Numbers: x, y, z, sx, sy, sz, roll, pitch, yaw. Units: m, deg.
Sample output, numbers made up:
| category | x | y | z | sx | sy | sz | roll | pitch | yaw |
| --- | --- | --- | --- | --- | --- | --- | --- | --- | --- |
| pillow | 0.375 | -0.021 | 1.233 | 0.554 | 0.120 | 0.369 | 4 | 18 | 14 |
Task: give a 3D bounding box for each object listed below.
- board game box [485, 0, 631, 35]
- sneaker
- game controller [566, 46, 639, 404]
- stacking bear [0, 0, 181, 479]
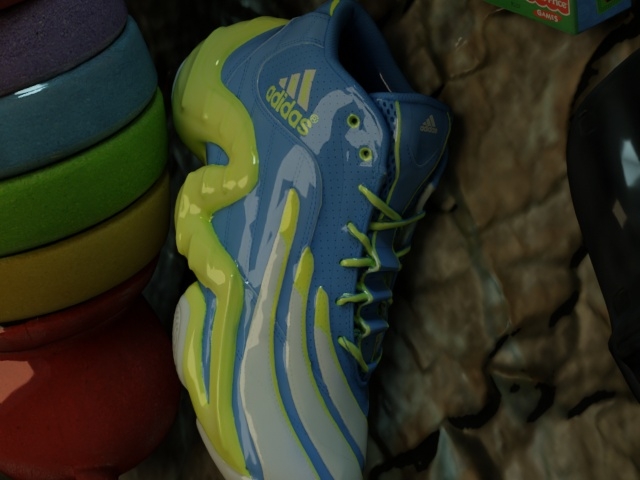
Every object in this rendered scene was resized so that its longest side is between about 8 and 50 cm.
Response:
| category | x | y | z | sx | sy | sz | roll | pitch | yaw |
| --- | --- | --- | --- | --- | --- | --- | --- | --- | --- |
| board game box | 0.050 | -0.203 | 0.763 | 0.160 | 0.039 | 0.211 | 29 | 137 | 44 |
| sneaker | 0.000 | 0.000 | 0.826 | 0.126 | 0.091 | 0.240 | -29 | 65 | 39 |
| game controller | 0.213 | -0.056 | 0.649 | 0.319 | 0.067 | 0.166 | -37 | 46 | 36 |
| stacking bear | -0.144 | -0.014 | 0.887 | 0.175 | 0.164 | 0.289 | -112 | 8 | -65 |
